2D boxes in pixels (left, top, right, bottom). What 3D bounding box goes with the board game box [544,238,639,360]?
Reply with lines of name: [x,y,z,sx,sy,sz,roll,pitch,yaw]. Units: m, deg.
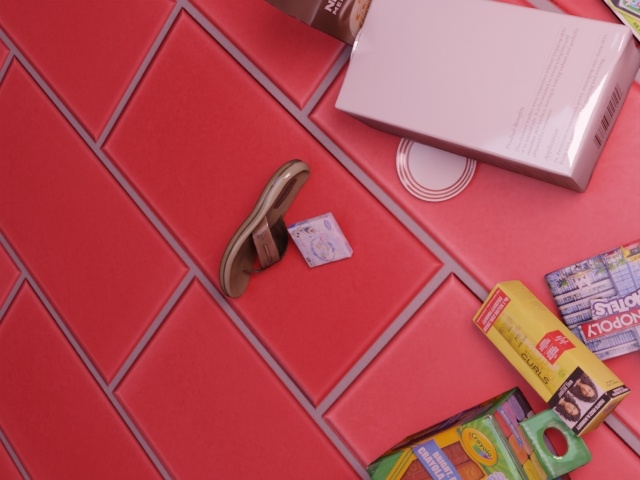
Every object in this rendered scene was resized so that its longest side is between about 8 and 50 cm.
board game box: [0.446,0.106,0.957,0.194,0.060,0.194,-26,78,29]

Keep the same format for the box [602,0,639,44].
box: [0.471,-0.348,0.939,0.114,0.036,0.207,-40,72,25]

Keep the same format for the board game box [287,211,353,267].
board game box: [0.000,0.000,1.215,0.090,0.020,0.090,-15,117,31]

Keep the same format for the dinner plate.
dinner plate: [0.195,-0.136,1.122,0.141,0.017,0.141,2,93,31]

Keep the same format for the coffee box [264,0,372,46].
coffee box: [0.042,-0.393,1.069,0.098,0.246,0.141,37,110,25]

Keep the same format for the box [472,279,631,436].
box: [0.333,0.166,0.986,0.232,0.058,0.087,53,131,36]

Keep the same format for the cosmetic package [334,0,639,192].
cosmetic package: [0.238,-0.234,1.004,0.385,0.156,0.217,25,97,29]

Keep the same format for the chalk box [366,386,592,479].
chalk box: [0.254,0.348,1.010,0.289,0.179,0.180,-35,75,27]

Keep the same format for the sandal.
sandal: [-0.097,-0.009,1.246,0.086,0.120,0.303,36,109,12]
